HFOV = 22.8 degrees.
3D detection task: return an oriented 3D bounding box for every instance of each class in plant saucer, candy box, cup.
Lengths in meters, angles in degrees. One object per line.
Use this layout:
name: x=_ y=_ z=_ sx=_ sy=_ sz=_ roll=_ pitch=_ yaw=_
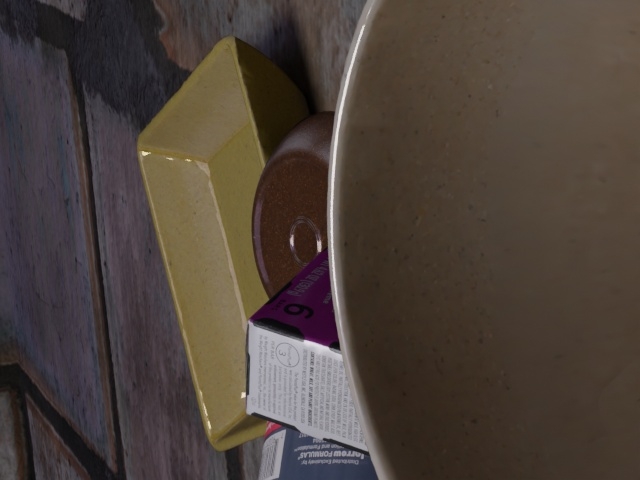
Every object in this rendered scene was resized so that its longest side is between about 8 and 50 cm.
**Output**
plant saucer: x=-0.059 y=0.012 z=1.472 sx=0.333 sy=0.081 sz=0.332 roll=-32 pitch=71 yaw=65
candy box: x=0.095 y=0.068 z=0.912 sx=0.233 sy=0.159 sz=0.071 roll=17 pitch=123 yaw=23
cup: x=0.180 y=0.004 z=0.697 sx=0.331 sy=0.237 sz=0.331 roll=21 pitch=114 yaw=60
plant saucer: x=0.000 y=0.000 z=1.231 sx=0.199 sy=0.036 sz=0.198 roll=17 pitch=112 yaw=51

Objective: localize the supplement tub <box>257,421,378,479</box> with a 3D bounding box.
supplement tub: x=0.043 y=0.230 z=1.019 sx=0.191 sy=0.191 sz=0.272 roll=135 pitch=147 yaw=-63
